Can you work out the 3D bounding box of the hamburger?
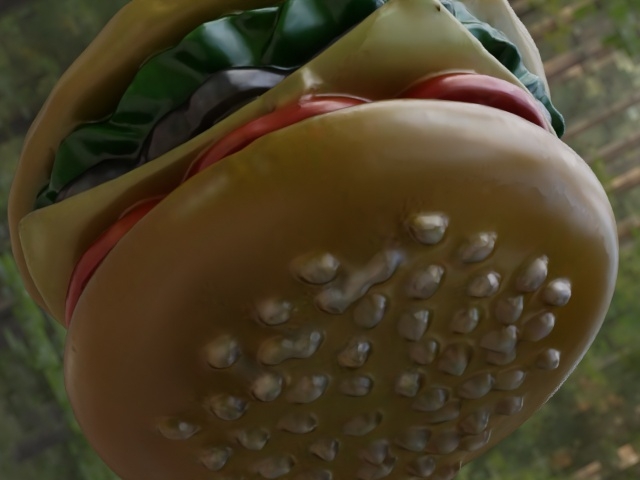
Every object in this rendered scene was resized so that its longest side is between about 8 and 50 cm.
[{"bbox_3d":[0.000,0.000,0.494,0.162,0.162,0.115,69,-3,-50],"label":"hamburger"}]
